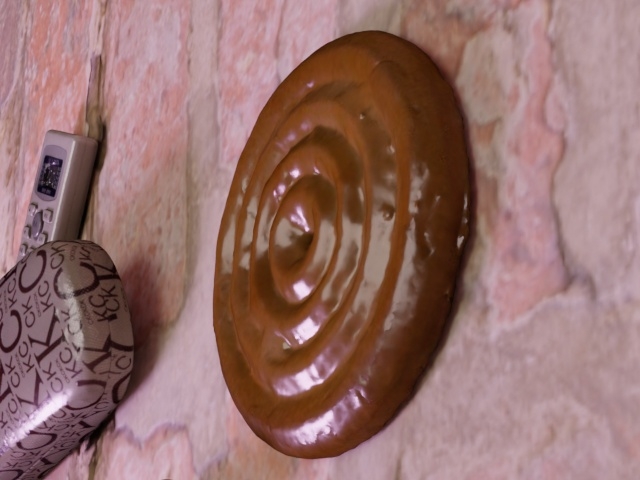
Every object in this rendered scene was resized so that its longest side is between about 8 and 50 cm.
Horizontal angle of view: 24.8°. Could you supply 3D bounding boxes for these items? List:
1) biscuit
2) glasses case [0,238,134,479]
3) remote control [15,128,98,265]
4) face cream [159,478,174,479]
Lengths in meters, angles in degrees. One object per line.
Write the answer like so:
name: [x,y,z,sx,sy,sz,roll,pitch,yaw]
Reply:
biscuit: [0.000,0.000,0.853,0.262,0.037,0.262,-32,52,52]
glasses case: [-0.248,0.119,1.177,0.354,0.085,0.137,-40,59,46]
remote control: [-0.239,-0.002,1.274,0.087,0.029,0.190,18,95,61]
face cream: [-0.142,0.240,0.944,0.252,0.101,0.101,-55,37,34]
